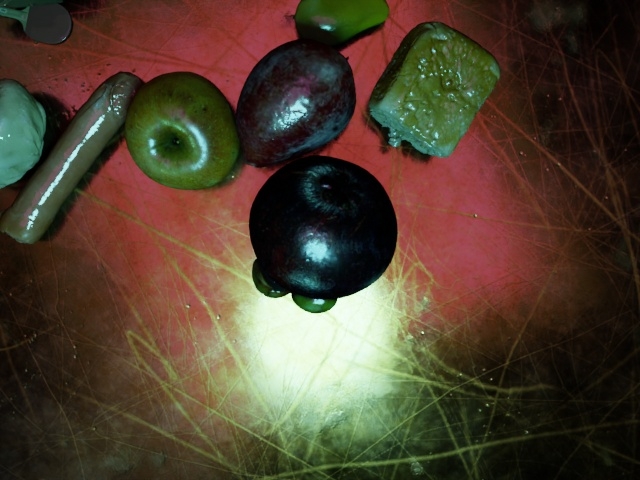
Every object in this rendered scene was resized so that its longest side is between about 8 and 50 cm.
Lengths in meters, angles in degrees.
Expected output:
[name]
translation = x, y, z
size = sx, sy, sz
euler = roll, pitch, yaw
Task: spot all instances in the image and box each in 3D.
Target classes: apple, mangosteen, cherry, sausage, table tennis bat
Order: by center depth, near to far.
[cherry]
translation = -0.049, -0.264, 1.339
size = 0.203, 0.230, 0.300
euler = 44, 87, -3
[mangosteen]
translation = 0.002, -0.014, 1.345
size = 0.300, 0.300, 0.300
euler = 0, 93, 0
[apple]
translation = -0.267, -0.219, 1.373
size = 0.237, 0.207, 0.236
euler = 2, 112, 6
[sausage]
translation = -0.505, -0.172, 1.414
size = 0.094, 0.094, 0.419
euler = 38, 94, 7
[table tennis bat]
translation = -0.595, -0.460, 1.439
size = 0.157, 0.013, 0.087
euler = 13, 95, -3

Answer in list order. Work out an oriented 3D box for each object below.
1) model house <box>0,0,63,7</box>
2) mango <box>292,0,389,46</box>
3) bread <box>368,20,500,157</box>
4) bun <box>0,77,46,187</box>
[model house]
translation = -0.617, -0.543, 1.328
size = 0.243, 0.211, 0.204
euler = -43, 87, -6
[mango]
translation = 0.037, -0.466, 1.408
size = 0.191, 0.085, 0.122
euler = -26, 83, -8
[bread]
translation = 0.208, -0.287, 1.370
size = 0.196, 0.176, 0.246
euler = 32, 90, -14
[bun]
translation = -0.622, -0.200, 1.375
size = 0.133, 0.231, 0.231
euler = 21, 94, -39
